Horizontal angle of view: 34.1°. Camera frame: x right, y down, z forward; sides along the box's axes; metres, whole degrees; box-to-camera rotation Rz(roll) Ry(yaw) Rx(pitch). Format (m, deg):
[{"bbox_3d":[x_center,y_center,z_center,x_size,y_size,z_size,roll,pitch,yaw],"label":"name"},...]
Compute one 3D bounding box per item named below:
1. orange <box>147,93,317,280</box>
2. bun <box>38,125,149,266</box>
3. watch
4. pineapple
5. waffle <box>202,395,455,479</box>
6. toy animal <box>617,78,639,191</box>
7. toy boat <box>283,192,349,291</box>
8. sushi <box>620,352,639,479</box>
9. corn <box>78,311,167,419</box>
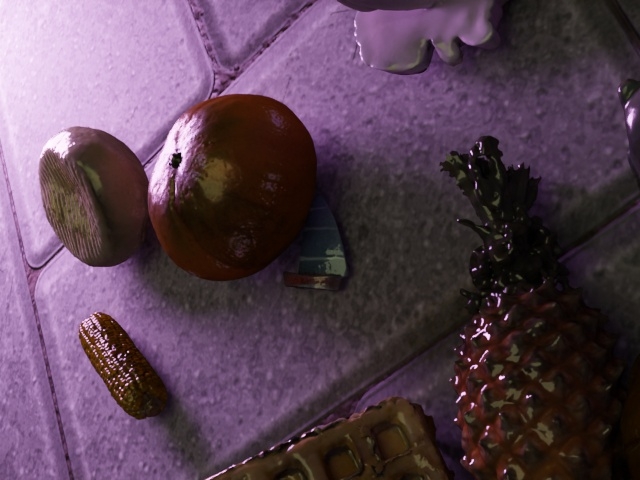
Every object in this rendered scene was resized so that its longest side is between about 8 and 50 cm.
[{"bbox_3d":[-0.114,-0.068,1.276,0.240,0.171,0.240,-22,60,45],"label":"orange"},{"bbox_3d":[-0.312,-0.068,1.507,0.222,0.127,0.222,26,127,40],"label":"bun"},{"bbox_3d":[0.092,-0.301,1.115,0.244,0.231,0.196,-17,71,35],"label":"watch"},{"bbox_3d":[0.191,0.071,0.978,0.175,0.175,0.361,-23,65,36],"label":"pineapple"},{"bbox_3d":[0.056,0.360,0.995,0.261,0.114,0.376,-23,59,-5],"label":"waffle"},{"bbox_3d":[0.384,-0.097,0.872,0.251,0.127,0.125,-8,71,37],"label":"toy animal"},{"bbox_3d":[0.000,-0.001,1.258,0.096,0.034,0.122,3,80,37],"label":"toy boat"},{"bbox_3d":[0.324,0.172,0.840,0.140,0.149,0.287,-13,65,36],"label":"sushi"},{"bbox_3d":[-0.277,0.173,1.445,0.207,0.068,0.068,43,109,39],"label":"corn"}]
